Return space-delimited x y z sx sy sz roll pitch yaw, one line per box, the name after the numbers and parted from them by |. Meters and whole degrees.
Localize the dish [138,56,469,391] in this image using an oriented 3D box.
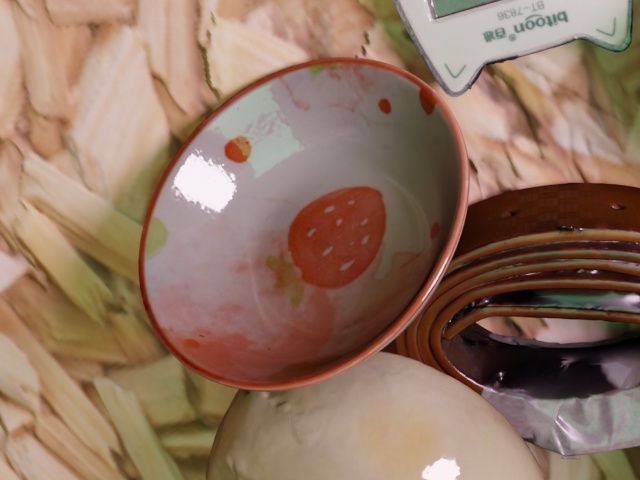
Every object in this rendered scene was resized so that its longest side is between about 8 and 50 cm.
0.000 0.000 1.089 0.260 0.260 0.085 -24 145 16 | dish

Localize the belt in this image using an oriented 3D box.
0.188 0.058 1.118 0.261 0.105 0.184 2 113 7 | belt

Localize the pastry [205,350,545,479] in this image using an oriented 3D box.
0.043 0.192 1.132 0.264 0.133 0.265 20 150 12 | pastry

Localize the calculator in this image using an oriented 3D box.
0.116 -0.243 1.046 0.177 0.040 0.268 -14 108 13 | calculator
